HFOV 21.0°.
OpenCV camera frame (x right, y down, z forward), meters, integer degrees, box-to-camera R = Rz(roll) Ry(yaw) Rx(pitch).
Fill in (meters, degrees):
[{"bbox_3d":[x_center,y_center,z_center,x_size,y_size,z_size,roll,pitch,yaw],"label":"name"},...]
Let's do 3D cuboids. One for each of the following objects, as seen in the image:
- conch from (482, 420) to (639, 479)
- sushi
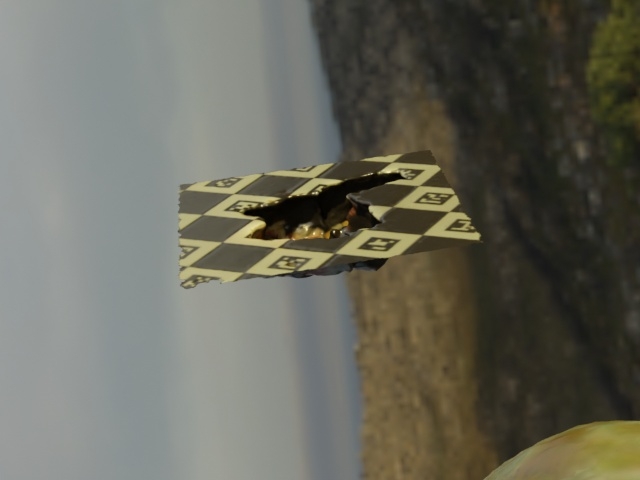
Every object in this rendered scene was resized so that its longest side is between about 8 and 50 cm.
[{"bbox_3d":[0.075,0.100,0.402,0.173,0.106,0.116,135,140,-62],"label":"conch"},{"bbox_3d":[0.000,0.000,0.729,0.126,0.120,0.026,-106,9,-69],"label":"sushi"}]
